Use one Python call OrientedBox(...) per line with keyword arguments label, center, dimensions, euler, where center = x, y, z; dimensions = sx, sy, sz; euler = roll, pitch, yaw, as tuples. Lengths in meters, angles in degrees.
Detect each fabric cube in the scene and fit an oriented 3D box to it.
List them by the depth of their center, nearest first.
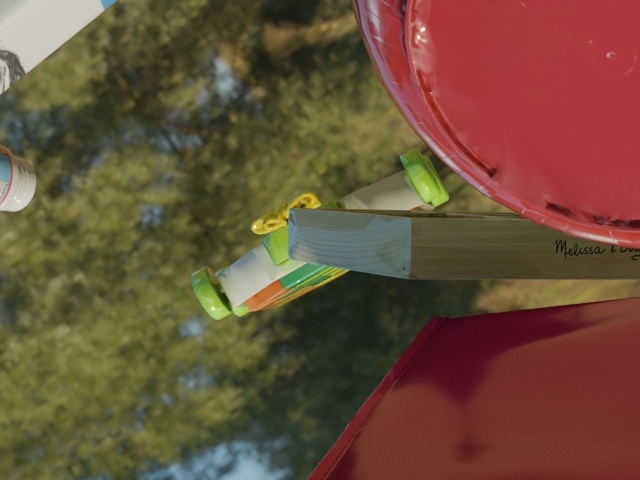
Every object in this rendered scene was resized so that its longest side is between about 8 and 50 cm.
OrientedBox(label="fabric cube", center=(0.165, 0.187, 0.744), dimensions=(0.254, 0.258, 0.259), euler=(-47, -56, -58))

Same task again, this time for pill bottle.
OrientedBox(label="pill bottle", center=(-0.408, -0.077, 1.754), dimensions=(0.160, 0.087, 0.087), euler=(13, -141, -58))

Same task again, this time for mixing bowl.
OrientedBox(label="mixing bowl", center=(0.075, -0.066, 0.335), dimensions=(0.181, 0.181, 0.098), euler=(54, -140, -21))

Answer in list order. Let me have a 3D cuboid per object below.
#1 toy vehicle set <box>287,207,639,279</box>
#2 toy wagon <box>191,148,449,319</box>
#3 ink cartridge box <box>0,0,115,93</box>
OrientedBox(label="toy vehicle set", center=(0.132, 0.002, 0.975), dimensions=(0.166, 0.267, 0.035), euler=(7, 96, 63))
OrientedBox(label="toy wagon", center=(0.000, 0.000, 1.541), dimensions=(0.068, 0.267, 0.344), euler=(61, -173, 4))
OrientedBox(label="ink cartridge box", center=(-0.331, -0.246, 1.316), dimensions=(0.223, 0.307, 0.129), euler=(49, 173, 8))
